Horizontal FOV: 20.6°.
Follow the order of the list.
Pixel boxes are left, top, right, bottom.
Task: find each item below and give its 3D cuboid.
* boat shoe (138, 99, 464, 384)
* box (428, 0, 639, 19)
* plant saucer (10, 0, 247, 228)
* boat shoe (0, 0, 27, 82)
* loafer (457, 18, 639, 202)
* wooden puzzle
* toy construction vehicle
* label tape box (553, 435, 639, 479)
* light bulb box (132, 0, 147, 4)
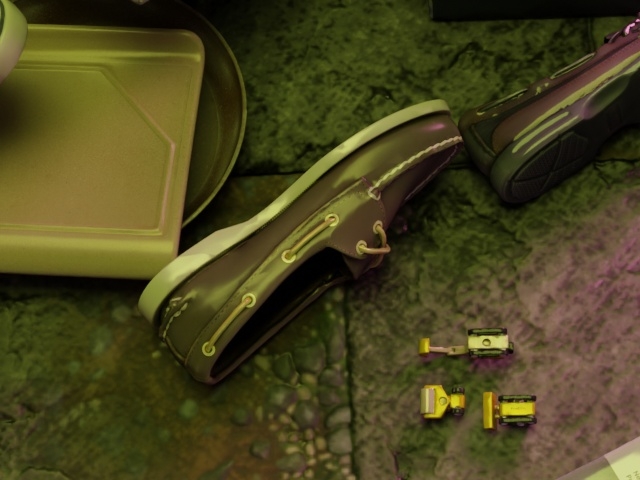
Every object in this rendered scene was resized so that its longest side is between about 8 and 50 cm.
[{"bbox_3d":[0.000,0.000,1.525,0.324,0.116,0.096,-35,69,-9],"label":"boat shoe"},{"bbox_3d":[0.196,-0.449,1.642,0.212,0.293,0.395,-2,62,4],"label":"box"},{"bbox_3d":[-0.221,-0.102,1.631,0.311,0.050,0.310,-2,61,3],"label":"plant saucer"},{"bbox_3d":[-0.422,-0.187,1.496,0.341,0.158,0.127,-1,66,32],"label":"boat shoe"},{"bbox_3d":[0.261,-0.152,1.588,0.302,0.109,0.095,-33,60,-9],"label":"loafer"},{"bbox_3d":[-0.222,-0.079,1.573,0.221,0.044,0.238,3,67,7],"label":"wooden puzzle"},{"bbox_3d":[0.133,0.120,1.496,0.098,0.035,0.085,-4,73,6],"label":"toy construction vehicle"},{"bbox_3d":[0.297,0.205,1.315,0.334,0.240,0.106,-26,63,-9],"label":"label tape box"},{"bbox_3d":[-0.170,-0.432,1.587,0.358,0.225,0.361,28,48,30],"label":"light bulb box"}]
